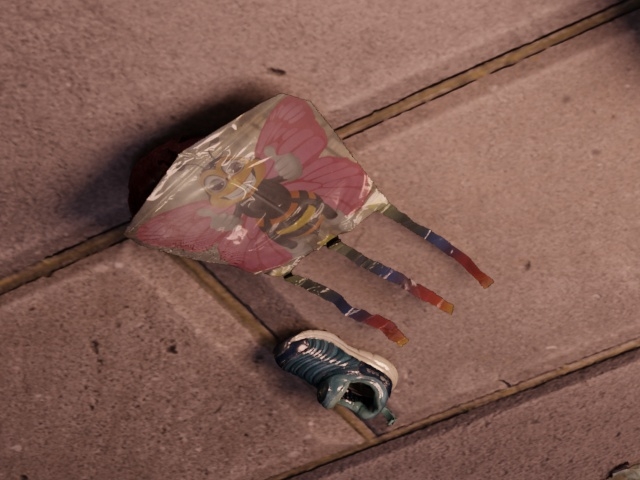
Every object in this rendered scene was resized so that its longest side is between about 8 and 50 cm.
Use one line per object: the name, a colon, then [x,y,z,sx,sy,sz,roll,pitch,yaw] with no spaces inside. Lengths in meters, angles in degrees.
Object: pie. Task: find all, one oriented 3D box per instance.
pie: [-0.098,-0.040,1.589,0.153,0.038,0.153,-5,141,-4]

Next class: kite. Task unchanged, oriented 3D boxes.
kite: [-0.001,-0.003,1.619,0.204,0.022,0.360,-38,133,20]

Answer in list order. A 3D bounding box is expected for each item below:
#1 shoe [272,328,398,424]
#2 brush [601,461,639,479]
shoe: [0.014,0.137,1.787,0.143,0.071,0.064,27,130,-26]
brush: [0.302,0.300,2.051,0.336,0.020,0.085,-20,138,17]
